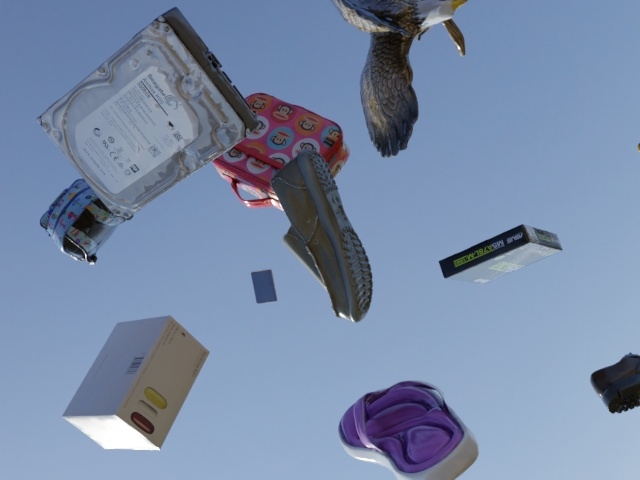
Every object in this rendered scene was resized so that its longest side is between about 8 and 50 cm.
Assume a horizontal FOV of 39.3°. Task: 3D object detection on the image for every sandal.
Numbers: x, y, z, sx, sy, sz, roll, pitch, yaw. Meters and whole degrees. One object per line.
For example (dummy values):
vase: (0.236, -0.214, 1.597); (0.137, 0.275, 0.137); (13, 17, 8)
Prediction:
sandal: (0.123, 0.271, 1.391); (0.169, 0.416, 0.102); (-35, -80, -15)

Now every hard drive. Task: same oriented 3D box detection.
hard drive: (-0.294, -0.201, 1.509); (0.237, 0.339, 0.064); (53, -149, -14)

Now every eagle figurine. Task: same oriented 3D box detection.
eagle figurine: (0.097, -0.290, 1.230); (0.298, 0.226, 0.225); (-54, 3, -36)

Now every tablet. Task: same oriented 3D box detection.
tablet: (-0.139, 0.113, 2.204); (0.006, 0.054, 0.083); (-60, -39, -78)

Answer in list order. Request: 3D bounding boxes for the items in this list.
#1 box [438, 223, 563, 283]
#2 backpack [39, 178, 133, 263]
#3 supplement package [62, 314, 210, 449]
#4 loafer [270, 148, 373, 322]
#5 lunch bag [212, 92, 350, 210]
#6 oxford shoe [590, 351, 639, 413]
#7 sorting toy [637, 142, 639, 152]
box: (0.352, 0.030, 1.740); (0.191, 0.184, 0.045); (10, -124, -56)
backpack: (-0.467, -0.046, 1.746); (0.158, 0.117, 0.173); (-51, -10, -4)
supplement package: (-0.410, 0.321, 2.014); (0.145, 0.204, 0.261); (48, -131, -31)
loafer: (0.000, 0.000, 1.255); (0.094, 0.088, 0.251); (-7, -104, -68)
lunch bag: (-0.108, -0.188, 2.051); (0.258, 0.293, 0.120); (-54, -29, -18)
oxford shoe: (0.581, 0.228, 1.584); (0.227, 0.096, 0.082); (-9, -55, -18)
sorting toy: (0.800, -0.177, 1.852); (0.126, 0.366, 0.127); (-6, -74, -28)
